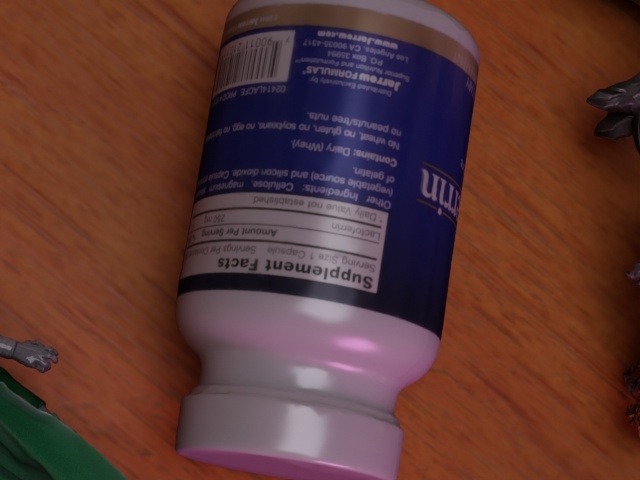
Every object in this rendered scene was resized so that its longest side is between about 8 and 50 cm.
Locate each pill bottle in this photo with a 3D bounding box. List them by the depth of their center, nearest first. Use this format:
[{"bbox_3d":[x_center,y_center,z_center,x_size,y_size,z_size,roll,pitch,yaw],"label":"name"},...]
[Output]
[{"bbox_3d":[0.000,0.000,0.879,0.153,0.153,0.265,12,78,-12],"label":"pill bottle"}]

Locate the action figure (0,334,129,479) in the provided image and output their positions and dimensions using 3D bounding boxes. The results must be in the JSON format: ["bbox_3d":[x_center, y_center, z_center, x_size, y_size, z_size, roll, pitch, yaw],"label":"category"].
[{"bbox_3d":[-0.181,0.091,0.845,0.232,0.137,0.063,42,49,5],"label":"action figure"}]

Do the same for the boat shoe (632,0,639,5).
[{"bbox_3d":[0.169,-0.218,1.003,0.094,0.109,0.302,-43,83,-2],"label":"boat shoe"}]

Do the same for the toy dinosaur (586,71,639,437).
[{"bbox_3d":[0.285,-0.019,0.910,0.322,0.218,0.164,-38,128,20],"label":"toy dinosaur"}]
